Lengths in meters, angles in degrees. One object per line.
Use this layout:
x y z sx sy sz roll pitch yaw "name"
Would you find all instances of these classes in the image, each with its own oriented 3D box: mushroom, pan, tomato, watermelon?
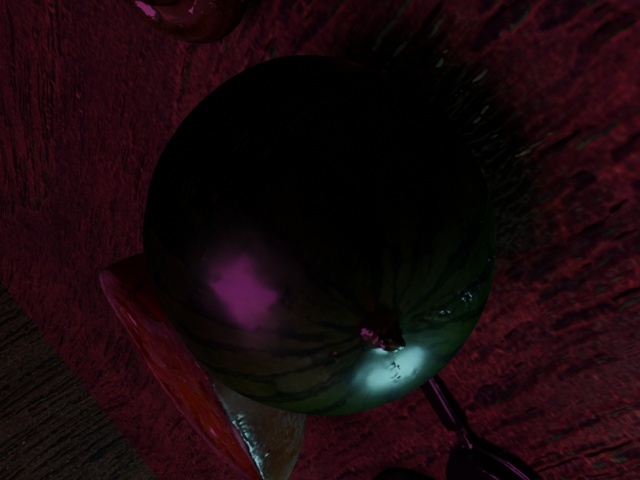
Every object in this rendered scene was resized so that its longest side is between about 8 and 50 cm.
-0.109 -0.209 0.635 0.126 0.085 0.109 25 174 16 "mushroom"
0.150 0.217 0.803 0.235 0.028 0.136 55 152 -6 "pan"
-0.121 0.133 0.990 0.338 0.143 0.338 42 153 26 "tomato"
-0.002 -0.002 0.556 0.242 0.242 0.242 36 149 27 "watermelon"

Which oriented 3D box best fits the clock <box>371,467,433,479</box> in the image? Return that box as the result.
0.160 0.415 0.982 0.319 0.066 0.319 36 148 27 "clock"
